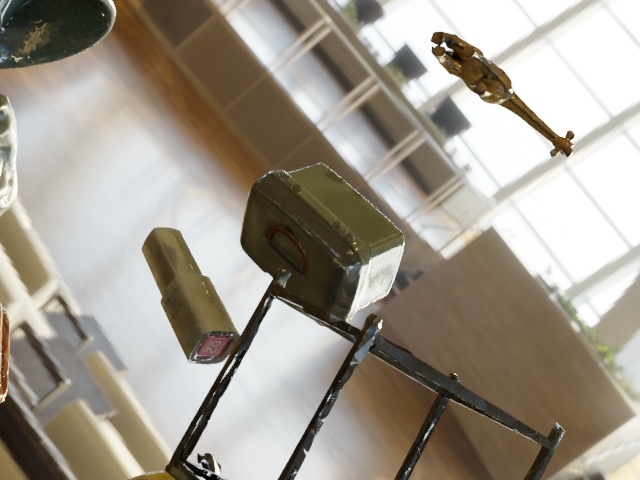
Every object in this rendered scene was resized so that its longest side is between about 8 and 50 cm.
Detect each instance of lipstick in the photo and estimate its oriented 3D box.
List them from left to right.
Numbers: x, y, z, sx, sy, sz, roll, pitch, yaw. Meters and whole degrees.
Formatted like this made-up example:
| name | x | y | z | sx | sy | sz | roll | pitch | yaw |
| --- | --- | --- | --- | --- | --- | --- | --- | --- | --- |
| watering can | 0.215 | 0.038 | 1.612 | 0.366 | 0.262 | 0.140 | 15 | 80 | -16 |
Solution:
| name | x | y | z | sx | sy | sz | roll | pitch | yaw |
| --- | --- | --- | --- | --- | --- | --- | --- | --- | --- |
| lipstick | -0.219 | 0.085 | 1.767 | 0.077 | 0.079 | 0.253 | 7 | 37 | -40 |

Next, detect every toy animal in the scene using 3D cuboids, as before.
| name | x | y | z | sx | sy | sz | roll | pitch | yaw |
| --- | --- | --- | --- | --- | --- | --- | --- | --- | --- |
| toy animal | 0.248 | -0.203 | 1.495 | 0.275 | 0.054 | 0.149 | 32 | 15 | -39 |

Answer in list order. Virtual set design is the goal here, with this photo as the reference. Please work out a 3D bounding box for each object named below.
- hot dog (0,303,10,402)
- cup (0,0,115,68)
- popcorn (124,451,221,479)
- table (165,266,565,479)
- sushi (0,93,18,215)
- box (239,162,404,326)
| name | x | y | z | sx | sy | sz | roll | pitch | yaw |
| --- | --- | --- | --- | --- | --- | --- | --- | --- | --- |
| hot dog | -0.399 | 0.131 | 1.308 | 0.062 | 0.038 | 0.144 | 81 | -2 | -52 |
| cup | -0.313 | -0.276 | 1.070 | 0.199 | 0.199 | 0.150 | 18 | 58 | -69 |
| popcorn | -0.166 | 0.427 | 1.321 | 0.297 | 0.281 | 0.316 | 47 | -2 | -10 |
| table | 0.057 | 0.244 | 1.269 | 0.335 | 0.272 | 0.222 | 33 | -6 | -33 |
| sushi | -0.485 | -0.060 | 1.147 | 0.207 | 0.234 | 0.348 | 22 | 20 | 19 |
| box | 0.000 | 0.000 | 1.453 | 0.129 | 0.148 | 0.210 | -21 | 51 | -36 |
